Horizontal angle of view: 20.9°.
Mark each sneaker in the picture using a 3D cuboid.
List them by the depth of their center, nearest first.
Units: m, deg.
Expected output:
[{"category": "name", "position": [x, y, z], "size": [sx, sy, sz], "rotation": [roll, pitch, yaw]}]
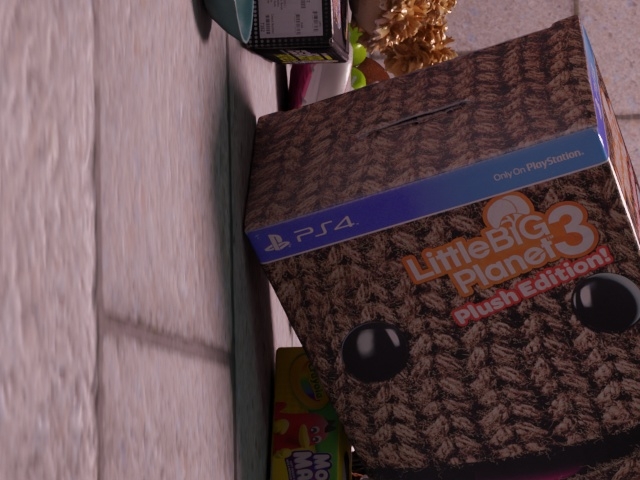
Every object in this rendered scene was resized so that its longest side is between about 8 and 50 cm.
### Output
[{"category": "sneaker", "position": [0.031, -0.072, 1.451], "size": [0.252, 0.111, 0.103], "rotation": [84, 6, -48]}]

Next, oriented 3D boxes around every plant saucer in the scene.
[{"category": "plant saucer", "position": [-0.052, -0.165, 0.937], "size": [0.119, 0.021, 0.119], "rotation": [-1, 90, -86]}]

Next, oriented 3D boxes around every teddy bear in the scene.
[{"category": "teddy bear", "position": [0.091, -0.246, 1.362], "size": [0.338, 0.113, 0.245], "rotation": [14, 79, -79]}]

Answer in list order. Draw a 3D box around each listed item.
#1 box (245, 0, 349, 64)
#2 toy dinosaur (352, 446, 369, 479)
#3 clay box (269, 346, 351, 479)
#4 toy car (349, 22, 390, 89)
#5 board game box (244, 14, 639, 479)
[{"category": "box", "position": [-0.018, -0.262, 1.211], "size": [0.216, 0.060, 0.270], "rotation": [-31, 119, -85]}, {"category": "toy dinosaur", "position": [0.059, 0.302, 1.796], "size": [0.322, 0.164, 0.218], "rotation": [121, -13, -63]}, {"category": "clay box", "position": [-0.006, 0.199, 1.218], "size": [0.127, 0.053, 0.222], "rotation": [83, 6, -51]}, {"category": "toy car", "position": [0.095, -0.139, 1.869], "size": [0.149, 0.188, 0.155], "rotation": [-88, 174, -46]}, {"category": "board game box", "position": [0.112, 0.033, 1.181], "size": [0.141, 0.232, 0.291], "rotation": [-86, 155, -55]}]
